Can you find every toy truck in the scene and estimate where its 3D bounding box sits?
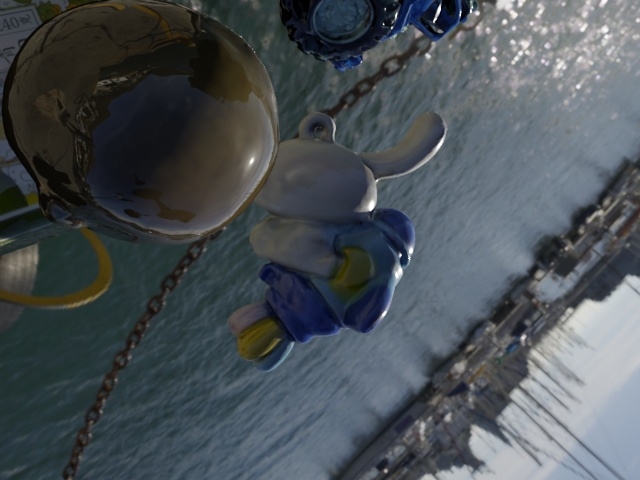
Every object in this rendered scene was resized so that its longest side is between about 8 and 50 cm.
[{"bbox_3d":[0.072,-0.192,0.400,0.126,0.113,0.208,26,134,-38],"label":"toy truck"}]

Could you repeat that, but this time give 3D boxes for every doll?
[{"bbox_3d":[0.002,-0.001,0.991,0.187,0.376,0.366,-32,118,-76],"label":"doll"}]

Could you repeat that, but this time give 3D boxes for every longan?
[{"bbox_3d":[-0.115,-0.076,0.460,0.189,0.189,0.189,-40,161,-17],"label":"longan"}]

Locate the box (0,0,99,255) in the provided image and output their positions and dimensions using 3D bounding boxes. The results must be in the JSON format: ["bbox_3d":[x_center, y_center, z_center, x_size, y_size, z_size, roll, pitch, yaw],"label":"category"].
[{"bbox_3d":[-0.397,-0.167,0.726,0.420,0.373,0.138,-23,-177,-29],"label":"box"}]
